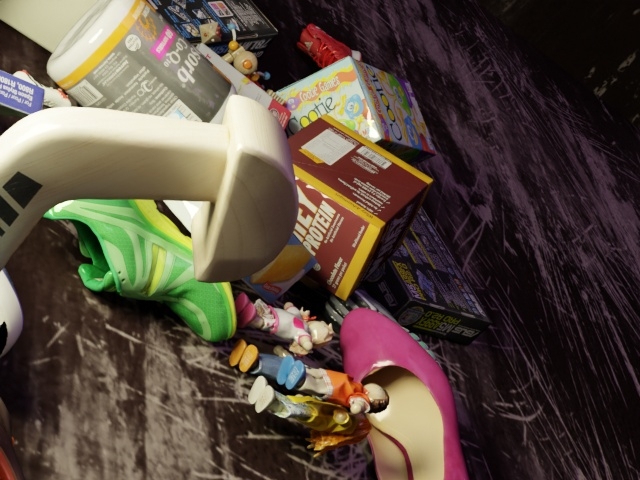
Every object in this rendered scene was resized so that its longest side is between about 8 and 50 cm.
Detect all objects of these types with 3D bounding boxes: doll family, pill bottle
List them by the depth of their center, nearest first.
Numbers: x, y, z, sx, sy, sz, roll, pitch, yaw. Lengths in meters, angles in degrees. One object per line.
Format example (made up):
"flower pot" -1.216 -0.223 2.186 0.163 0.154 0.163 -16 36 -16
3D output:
"doll family" -0.019 0.173 1.650 0.163 0.118 0.263 22 14 -30
"pill bottle" -0.212 -0.191 1.821 0.278 0.162 0.162 42 23 -22

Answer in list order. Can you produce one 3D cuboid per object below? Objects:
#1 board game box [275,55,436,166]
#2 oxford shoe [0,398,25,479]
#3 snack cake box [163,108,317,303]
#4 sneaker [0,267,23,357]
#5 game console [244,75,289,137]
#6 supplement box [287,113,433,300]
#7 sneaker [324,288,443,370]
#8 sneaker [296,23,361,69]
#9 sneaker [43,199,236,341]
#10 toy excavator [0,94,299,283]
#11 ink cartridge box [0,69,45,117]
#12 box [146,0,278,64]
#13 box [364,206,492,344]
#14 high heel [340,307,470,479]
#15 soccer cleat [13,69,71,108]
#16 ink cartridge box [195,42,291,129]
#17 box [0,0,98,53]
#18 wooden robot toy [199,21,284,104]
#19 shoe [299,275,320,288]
"board game box" 0.061 -0.184 2.206 0.275 0.144 0.142 5 63 -67
"oxford shoe" -0.289 0.187 1.180 0.271 0.097 0.098 56 20 25
"snack cake box" -0.117 -0.037 1.695 0.152 0.089 0.264 49 1 26
"sneaker" -0.364 -0.036 1.369 0.323 0.130 0.236 42 27 8
"game console" -0.104 -0.204 2.217 0.124 0.085 0.144 -33 76 -34
"supplement box" 0.020 -0.050 1.911 0.191 0.129 0.194 33 33 12
"sneaker" 0.108 0.145 1.910 0.224 0.083 0.098 48 19 9
"sneaker" 0.010 -0.330 2.549 0.128 0.087 0.221 30 14 -12
"sneaker" -0.213 0.024 1.578 0.295 0.123 0.109 48 -22 -27
"toy excavator" -0.297 -0.002 1.029 0.433 0.445 0.222 32 27 -28
"ink cartridge box" -0.417 -0.186 1.481 0.224 0.045 0.223 14 -5 46
"box" -0.255 -0.393 2.149 0.295 0.073 0.293 50 36 15
"box" 0.132 0.030 2.160 0.216 0.060 0.270 16 36 -47
"high heel" 0.102 0.236 1.675 0.377 0.127 0.181 59 16 22
"soccer cleat" -0.359 -0.187 1.758 0.083 0.029 0.036 33 35 -18
"ink cartridge box" -0.144 -0.183 1.998 0.175 0.072 0.127 37 46 -17
"box" -0.415 -0.383 1.866 0.311 0.121 0.148 32 26 -27
"wooden robot toy" -0.119 -0.253 2.046 0.173 0.076 0.079 54 -6 -18
"shoe" 0.000 0.000 1.994 0.076 0.058 0.219 41 24 -9
